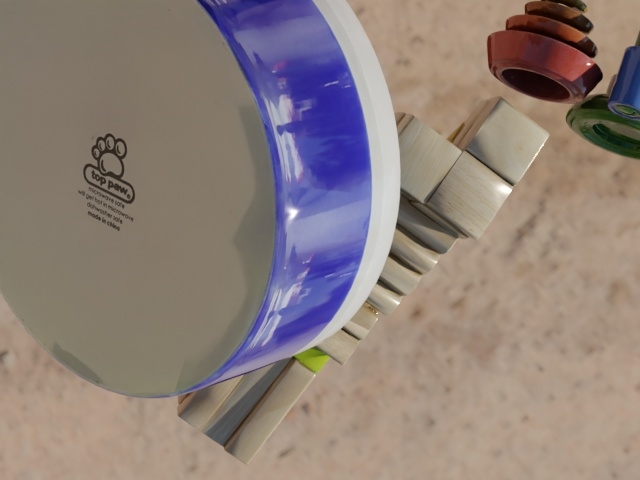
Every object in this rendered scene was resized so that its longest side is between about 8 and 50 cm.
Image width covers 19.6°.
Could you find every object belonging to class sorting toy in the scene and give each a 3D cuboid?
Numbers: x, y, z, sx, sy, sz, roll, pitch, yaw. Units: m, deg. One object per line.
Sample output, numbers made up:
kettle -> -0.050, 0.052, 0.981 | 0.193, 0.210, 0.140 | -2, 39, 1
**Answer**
sorting toy -> 0.116, -0.070, 0.752 | 0.102, 0.061, 0.042 | 28, 76, -32

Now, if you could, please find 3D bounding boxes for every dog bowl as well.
dog bowl -> -0.087, -0.047, 1.063 | 0.104, 0.265, 0.265 | -19, 138, -48

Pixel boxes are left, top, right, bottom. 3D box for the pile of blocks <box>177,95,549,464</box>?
pile of blocks -> 0.000, 0.000, 1.277 | 0.112, 0.149, 0.362 | 36, 123, -13
